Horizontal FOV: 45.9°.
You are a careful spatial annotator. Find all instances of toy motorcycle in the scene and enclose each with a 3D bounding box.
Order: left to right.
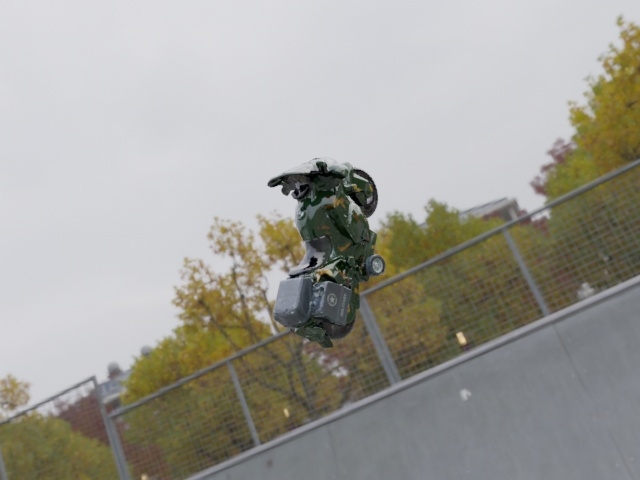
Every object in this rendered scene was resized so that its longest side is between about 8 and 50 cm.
[{"bbox_3d":[0.000,0.000,1.024,0.187,0.274,0.125,27,-27,-35],"label":"toy motorcycle"}]
